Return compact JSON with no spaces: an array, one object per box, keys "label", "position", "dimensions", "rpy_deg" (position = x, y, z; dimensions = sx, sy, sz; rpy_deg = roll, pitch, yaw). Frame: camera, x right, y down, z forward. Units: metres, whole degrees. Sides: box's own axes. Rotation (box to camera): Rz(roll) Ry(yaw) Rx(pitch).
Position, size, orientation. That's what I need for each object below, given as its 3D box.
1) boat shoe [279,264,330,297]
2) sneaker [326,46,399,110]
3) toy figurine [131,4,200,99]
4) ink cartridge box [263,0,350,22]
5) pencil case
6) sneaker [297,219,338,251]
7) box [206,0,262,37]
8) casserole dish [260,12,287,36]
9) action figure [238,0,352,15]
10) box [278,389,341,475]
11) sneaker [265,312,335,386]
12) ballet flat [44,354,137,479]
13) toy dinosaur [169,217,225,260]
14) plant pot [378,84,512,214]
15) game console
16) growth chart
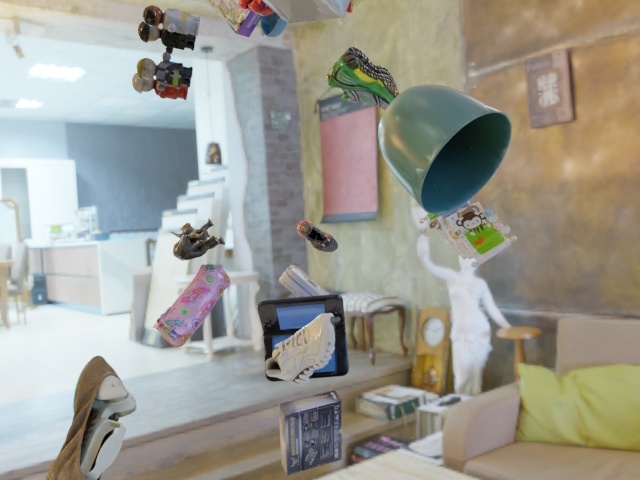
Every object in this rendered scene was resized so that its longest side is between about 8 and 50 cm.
[{"label":"boat shoe","position":[-0.036,0.206,2.253],"dimensions":[0.088,0.267,0.096],"rpy_deg":[-47,6,19]},{"label":"sneaker","position":[0.152,-0.518,2.079],"dimensions":[0.146,0.134,0.343],"rpy_deg":[-30,-35,32]},{"label":"toy figurine","position":[-0.390,-0.467,1.541],"dimensions":[0.148,0.213,0.209],"rpy_deg":[9,0,-15]},{"label":"ink cartridge box","position":[-0.015,-0.442,0.930],"dimensions":[0.128,0.176,0.127],"rpy_deg":[12,-11,44]},{"label":"pencil case","position":[-0.407,0.203,1.978],"dimensions":[0.124,0.124,0.284],"rpy_deg":[-3,42,46]},{"label":"sneaker","position":[0.000,0.000,1.781],"dimensions":[0.158,0.061,0.065],"rpy_deg":[30,4,-39]},{"label":"box","position":[-0.236,-0.715,1.649],"dimensions":[0.201,0.293,0.057],"rpy_deg":[-50,-22,27]},{"label":"casserole dish","position":[-0.098,-0.616,1.628],"dimensions":[0.037,0.114,0.188],"rpy_deg":[14,-53,-34]},{"label":"action figure","position":[-0.067,-0.602,1.464],"dimensions":[0.280,0.139,0.091],"rpy_deg":[3,9,20]},{"label":"box","position":[-0.028,0.578,1.860],"dimensions":[0.182,0.231,0.056],"rpy_deg":[-10,24,-18]},{"label":"sneaker","position":[-0.050,0.280,1.573],"dimensions":[0.118,0.110,0.292],"rpy_deg":[15,-45,-19]},{"label":"ballet flat","position":[-0.436,0.364,1.226],"dimensions":[0.124,0.116,0.342],"rpy_deg":[-16,35,14]},{"label":"toy dinosaur","position":[-0.403,0.016,1.958],"dimensions":[0.160,0.121,0.313],"rpy_deg":[-32,15,7]},{"label":"plant pot","position":[0.286,-0.251,1.546],"dimensions":[0.292,0.293,0.235],"rpy_deg":[-4,41,-43]},{"label":"game console","position":[-0.057,0.331,2.098],"dimensions":[0.292,0.173,0.250],"rpy_deg":[-6,-44,1]},{"label":"growth chart","position":[0.422,-0.035,1.765],"dimensions":[0.172,0.237,0.021],"rpy_deg":[-40,-28,-6]}]
